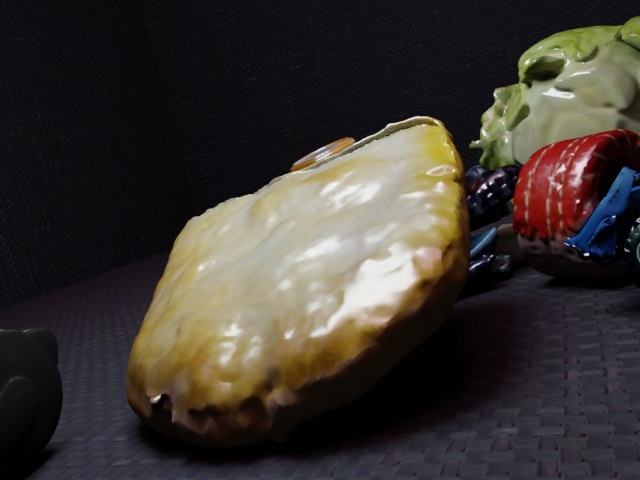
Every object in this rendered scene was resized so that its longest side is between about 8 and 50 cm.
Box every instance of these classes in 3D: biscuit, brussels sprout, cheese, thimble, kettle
[{"bbox_3d":[-0.024,0.037,0.656,0.429,0.104,0.446,-23,29,15],"label":"biscuit"},{"bbox_3d":[0.514,-0.205,1.000,0.361,0.342,0.425,-28,24,-35],"label":"brussels sprout"},{"bbox_3d":[0.285,0.017,0.911,0.092,0.048,0.171,-4,17,46],"label":"cheese"},{"bbox_3d":[0.341,-0.044,0.738,0.163,0.190,0.125,32,-17,-24],"label":"thimble"},{"bbox_3d":[-0.396,0.189,0.564,0.236,0.161,0.221,-10,35,12],"label":"kettle"}]

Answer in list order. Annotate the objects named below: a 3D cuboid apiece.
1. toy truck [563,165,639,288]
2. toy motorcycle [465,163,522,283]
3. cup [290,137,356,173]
[{"bbox_3d":[0.356,-0.014,0.547,0.113,0.126,0.208,-17,24,-33],"label":"toy truck"},{"bbox_3d":[0.131,0.013,0.881,0.416,0.172,0.232,-33,-1,-22],"label":"toy motorcycle"},{"bbox_3d":[0.037,-0.038,1.080,0.226,0.264,0.182,-24,13,13],"label":"cup"}]
